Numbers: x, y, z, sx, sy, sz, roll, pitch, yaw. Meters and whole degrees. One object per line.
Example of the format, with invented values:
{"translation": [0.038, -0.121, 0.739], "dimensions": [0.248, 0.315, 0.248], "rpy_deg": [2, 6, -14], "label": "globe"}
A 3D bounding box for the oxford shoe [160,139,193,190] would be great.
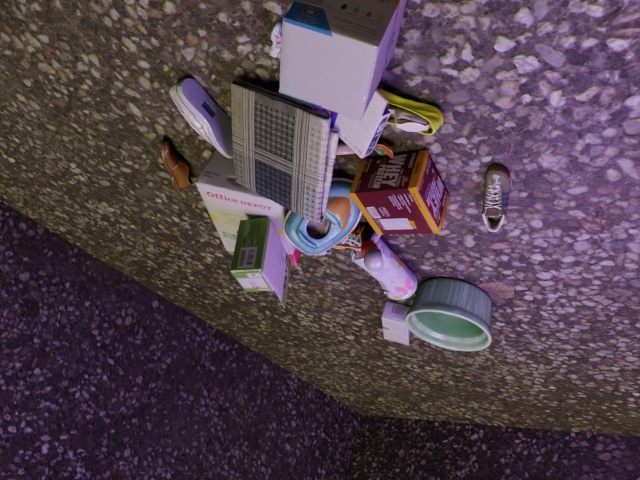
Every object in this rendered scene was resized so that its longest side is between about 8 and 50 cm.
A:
{"translation": [-0.486, -0.261, 1.676], "dimensions": [0.076, 0.076, 0.212], "rpy_deg": [-11, 144, -1], "label": "oxford shoe"}

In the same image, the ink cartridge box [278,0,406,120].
{"translation": [0.046, -0.383, 0.925], "dimensions": [0.171, 0.232, 0.168], "rpy_deg": [20, 148, 6], "label": "ink cartridge box"}

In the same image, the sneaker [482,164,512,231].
{"translation": [0.449, -0.098, 1.267], "dimensions": [0.064, 0.086, 0.192], "rpy_deg": [8, 147, 24], "label": "sneaker"}

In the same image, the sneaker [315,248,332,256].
{"translation": [0.000, 0.000, 1.780], "dimensions": [0.075, 0.057, 0.161], "rpy_deg": [-4, 143, 11], "label": "sneaker"}

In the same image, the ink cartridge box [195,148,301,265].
{"translation": [-0.206, -0.101, 1.631], "dimensions": [0.279, 0.160, 0.384], "rpy_deg": [13, 150, 13], "label": "ink cartridge box"}

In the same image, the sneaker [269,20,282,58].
{"translation": [-0.076, -0.443, 1.112], "dimensions": [0.069, 0.038, 0.098], "rpy_deg": [21, 160, 0], "label": "sneaker"}

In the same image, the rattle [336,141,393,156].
{"translation": [0.082, -0.280, 1.276], "dimensions": [0.200, 0.142, 0.130], "rpy_deg": [-3, 177, 13], "label": "rattle"}

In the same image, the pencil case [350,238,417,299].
{"translation": [0.221, 0.095, 1.710], "dimensions": [0.124, 0.113, 0.273], "rpy_deg": [-27, 127, 26], "label": "pencil case"}

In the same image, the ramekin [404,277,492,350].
{"translation": [0.469, 0.263, 1.783], "dimensions": [0.303, 0.148, 0.303], "rpy_deg": [17, 150, 10], "label": "ramekin"}

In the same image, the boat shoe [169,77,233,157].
{"translation": [-0.324, -0.341, 1.406], "dimensions": [0.084, 0.095, 0.258], "rpy_deg": [0, 133, 41], "label": "boat shoe"}

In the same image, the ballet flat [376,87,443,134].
{"translation": [0.168, -0.295, 1.144], "dimensions": [0.231, 0.077, 0.077], "rpy_deg": [17, 149, 10], "label": "ballet flat"}

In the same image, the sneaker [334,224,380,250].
{"translation": [0.105, -0.020, 1.639], "dimensions": [0.215, 0.084, 0.083], "rpy_deg": [-6, 131, 39], "label": "sneaker"}

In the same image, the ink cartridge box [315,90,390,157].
{"translation": [0.064, -0.320, 1.127], "dimensions": [0.206, 0.045, 0.208], "rpy_deg": [47, 155, 11], "label": "ink cartridge box"}

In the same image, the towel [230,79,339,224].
{"translation": [-0.102, -0.231, 1.291], "dimensions": [0.312, 0.056, 0.324], "rpy_deg": [28, 136, 23], "label": "towel"}

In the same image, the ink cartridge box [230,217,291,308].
{"translation": [-0.175, 0.079, 1.542], "dimensions": [0.097, 0.188, 0.255], "rpy_deg": [-4, 145, 13], "label": "ink cartridge box"}

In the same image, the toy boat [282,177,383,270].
{"translation": [0.064, -0.032, 1.472], "dimensions": [0.318, 0.148, 0.267], "rpy_deg": [38, 104, -18], "label": "toy boat"}

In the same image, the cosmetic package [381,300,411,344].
{"translation": [0.327, 0.351, 2.091], "dimensions": [0.117, 0.085, 0.231], "rpy_deg": [12, 148, 19], "label": "cosmetic package"}

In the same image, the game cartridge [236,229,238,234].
{"translation": [-0.232, -0.010, 1.617], "dimensions": [0.083, 0.017, 0.056], "rpy_deg": [13, 153, 12], "label": "game cartridge"}

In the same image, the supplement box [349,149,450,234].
{"translation": [0.217, -0.123, 1.337], "dimensions": [0.194, 0.129, 0.191], "rpy_deg": [-1, 144, 36], "label": "supplement box"}
